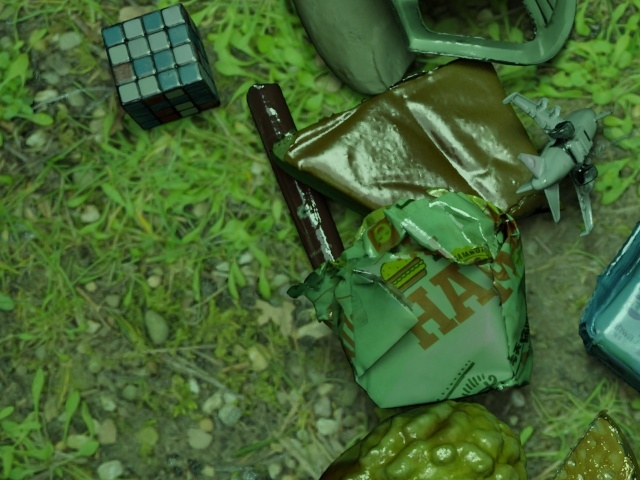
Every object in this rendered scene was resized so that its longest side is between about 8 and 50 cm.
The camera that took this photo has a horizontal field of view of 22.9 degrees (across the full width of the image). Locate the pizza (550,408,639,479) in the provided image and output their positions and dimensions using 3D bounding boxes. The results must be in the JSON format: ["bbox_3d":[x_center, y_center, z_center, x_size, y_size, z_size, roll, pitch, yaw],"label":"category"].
[{"bbox_3d":[0.262,0.235,1.555,0.109,0.026,0.123,-23,62,24],"label":"pizza"}]

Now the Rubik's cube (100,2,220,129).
[{"bbox_3d":[-0.168,-0.183,1.673,0.092,0.092,0.092,-17,76,4],"label":"Rubik's cube"}]

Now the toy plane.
[{"bbox_3d":[0.244,-0.091,1.578,0.162,0.065,0.171,58,46,-15],"label":"toy plane"}]

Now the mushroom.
[{"bbox_3d":[0.003,-0.319,1.646,0.128,0.128,0.350,-28,98,1],"label":"mushroom"}]

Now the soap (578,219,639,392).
[{"bbox_3d":[0.393,0.115,1.540,0.293,0.077,0.156,39,84,13],"label":"soap"}]

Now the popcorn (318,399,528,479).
[{"bbox_3d":[0.098,0.248,1.502,0.218,0.189,0.169,-33,83,-7],"label":"popcorn"}]

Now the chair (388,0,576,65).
[{"bbox_3d":[0.149,-0.308,1.574,0.191,0.274,0.203,4,64,16],"label":"chair"}]

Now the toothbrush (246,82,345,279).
[{"bbox_3d":[0.000,0.000,1.639,0.041,0.041,0.364,-22,76,2],"label":"toothbrush"}]

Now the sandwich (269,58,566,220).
[{"bbox_3d":[0.102,-0.056,1.606,0.245,0.063,0.212,-24,76,-7],"label":"sandwich"}]

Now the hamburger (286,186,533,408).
[{"bbox_3d":[0.090,0.051,1.536,0.235,0.125,0.214,-4,118,22],"label":"hamburger"}]
